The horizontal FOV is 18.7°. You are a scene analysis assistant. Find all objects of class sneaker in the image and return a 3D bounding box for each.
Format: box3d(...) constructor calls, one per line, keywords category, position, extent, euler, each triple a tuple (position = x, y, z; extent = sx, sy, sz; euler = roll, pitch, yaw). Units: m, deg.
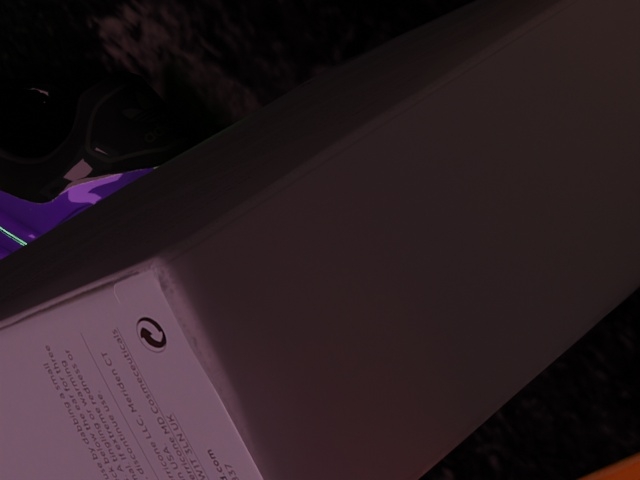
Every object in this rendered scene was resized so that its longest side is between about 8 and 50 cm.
box3d(category="sneaker", position=(-0.163, -0.012, 1.045), extent=(0.293, 0.102, 0.146), euler=(-22, 96, 41))

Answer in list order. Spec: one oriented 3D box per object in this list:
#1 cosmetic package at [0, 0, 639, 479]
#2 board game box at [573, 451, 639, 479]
box3d(category="cosmetic package", position=(0.000, 0.000, 0.697), extent=(0.284, 0.377, 0.097), euler=(-17, 103, 46))
box3d(category="board game box", position=(0.221, 0.238, 0.581), extent=(0.356, 0.356, 0.356), euler=(-34, 65, 48))
